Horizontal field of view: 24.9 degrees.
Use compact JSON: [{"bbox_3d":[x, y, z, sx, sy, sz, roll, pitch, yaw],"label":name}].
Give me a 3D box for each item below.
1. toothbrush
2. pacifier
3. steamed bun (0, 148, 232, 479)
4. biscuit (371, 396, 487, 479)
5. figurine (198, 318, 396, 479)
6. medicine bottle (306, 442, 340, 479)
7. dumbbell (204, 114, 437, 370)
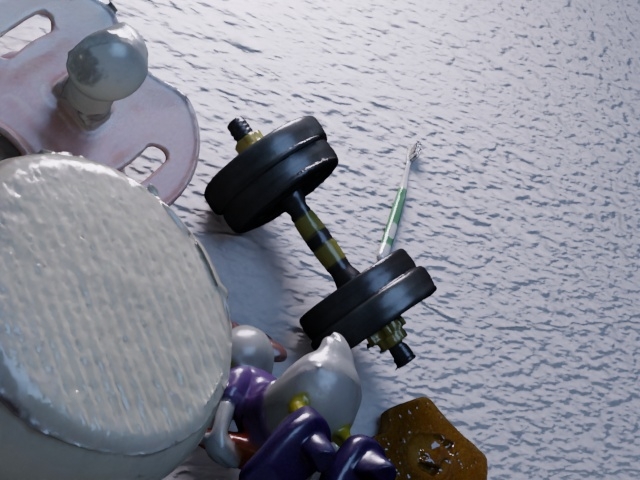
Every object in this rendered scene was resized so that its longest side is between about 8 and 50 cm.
[{"bbox_3d":[0.117,-0.060,2.140,0.018,0.024,0.257,35,45,-16],"label":"toothbrush"},{"bbox_3d":[-0.284,-0.172,1.737,0.332,0.273,0.220,50,25,-1],"label":"pacifier"},{"bbox_3d":[-0.284,0.105,1.510,0.374,0.241,0.374,27,43,-28],"label":"steamed bun"},{"bbox_3d":[0.127,0.311,1.871,0.182,0.034,0.215,45,44,-4],"label":"biscuit"},{"bbox_3d":[-0.056,0.174,1.629,0.154,0.421,0.193,34,83,-28],"label":"figurine"},{"bbox_3d":[0.078,0.367,1.707,0.293,0.141,0.141,37,43,-13],"label":"medicine bottle"},{"bbox_3d":[0.000,0.000,1.875,0.185,0.185,0.388,-29,82,-48],"label":"dumbbell"}]
